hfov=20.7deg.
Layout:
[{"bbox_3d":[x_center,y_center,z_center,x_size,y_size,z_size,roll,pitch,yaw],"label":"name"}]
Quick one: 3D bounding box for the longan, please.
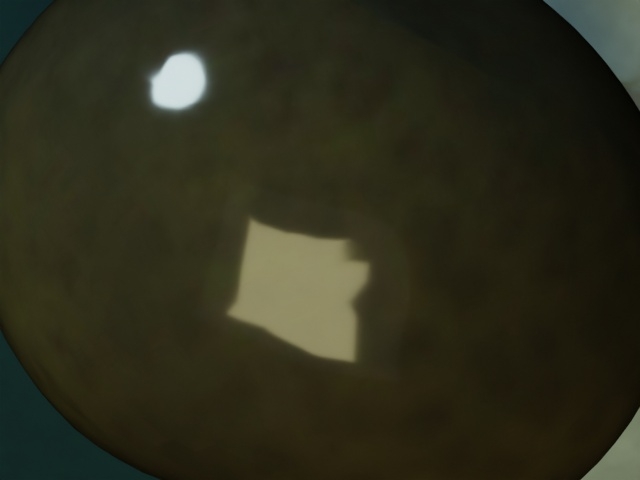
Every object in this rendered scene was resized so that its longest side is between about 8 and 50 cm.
[{"bbox_3d":[0.000,0.000,0.730,0.300,0.243,0.300,24,148,16],"label":"longan"}]
